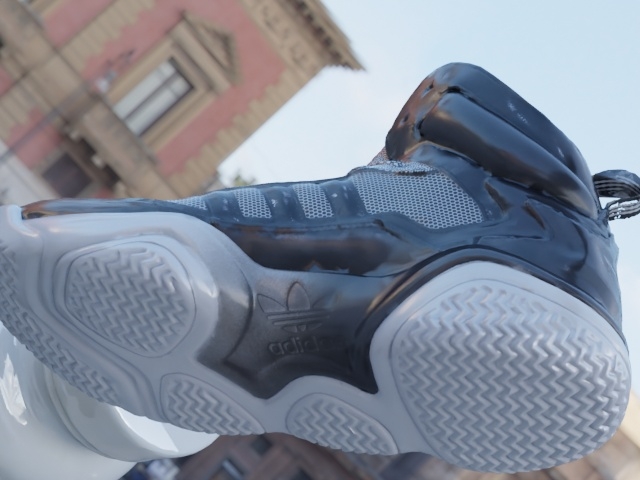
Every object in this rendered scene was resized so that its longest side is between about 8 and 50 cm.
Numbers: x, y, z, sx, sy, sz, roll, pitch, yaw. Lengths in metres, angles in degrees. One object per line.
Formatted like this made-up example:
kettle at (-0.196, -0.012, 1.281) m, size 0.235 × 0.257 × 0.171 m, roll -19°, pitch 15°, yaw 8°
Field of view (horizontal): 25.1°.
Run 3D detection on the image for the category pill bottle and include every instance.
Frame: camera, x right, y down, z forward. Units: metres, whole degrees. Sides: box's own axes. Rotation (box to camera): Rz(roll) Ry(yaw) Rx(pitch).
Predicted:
pill bottle at (-0.209, 0.079, 0.931) m, size 0.319 × 0.176 × 0.176 m, roll -7°, pitch -46°, yaw 37°

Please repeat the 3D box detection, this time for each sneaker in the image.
sneaker at (0.000, 0.000, 0.592) m, size 0.269 × 0.153 × 0.101 m, roll 10°, pitch -44°, yaw 15°
